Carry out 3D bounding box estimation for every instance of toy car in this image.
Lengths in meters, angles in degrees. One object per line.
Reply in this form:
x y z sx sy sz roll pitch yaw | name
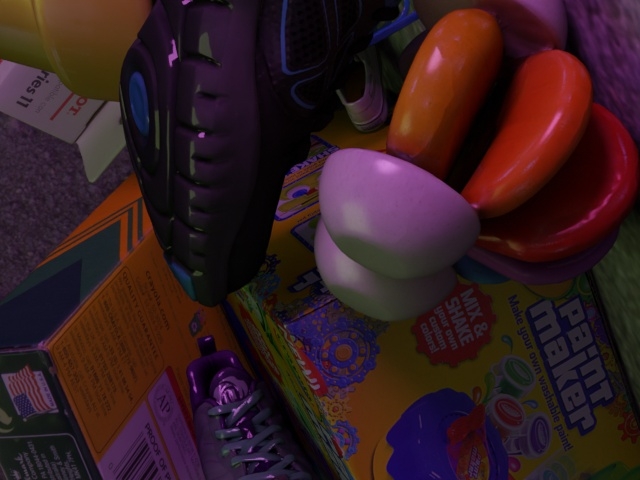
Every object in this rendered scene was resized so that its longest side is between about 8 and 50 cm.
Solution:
0.082 -0.035 0.663 0.136 0.159 0.182 25 164 5 | toy car

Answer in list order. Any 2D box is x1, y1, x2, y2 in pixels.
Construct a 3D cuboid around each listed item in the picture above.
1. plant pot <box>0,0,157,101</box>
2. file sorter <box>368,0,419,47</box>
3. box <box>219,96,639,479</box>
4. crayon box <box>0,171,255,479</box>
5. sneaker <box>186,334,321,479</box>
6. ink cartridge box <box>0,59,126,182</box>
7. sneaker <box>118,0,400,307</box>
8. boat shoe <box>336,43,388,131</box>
-0.204 -0.227 0.996 0.254 0.239 0.254 3 -90 -82 | plant pot
-0.010 -0.155 0.830 0.104 0.118 0.170 60 171 -7 | file sorter
0.064 0.087 0.918 0.290 0.177 0.279 67 169 -22 | box
-0.119 0.080 1.011 0.318 0.081 0.202 -54 -48 -55 | crayon box
-0.047 0.140 0.874 0.224 0.083 0.098 -138 27 -64 | sneaker
-0.262 -0.249 1.444 0.119 0.207 0.353 25 -154 -40 | ink cartridge box
-0.015 -0.103 0.670 0.125 0.140 0.340 58 149 38 | sneaker
0.020 -0.119 0.938 0.035 0.035 0.100 50 -156 -47 | boat shoe
